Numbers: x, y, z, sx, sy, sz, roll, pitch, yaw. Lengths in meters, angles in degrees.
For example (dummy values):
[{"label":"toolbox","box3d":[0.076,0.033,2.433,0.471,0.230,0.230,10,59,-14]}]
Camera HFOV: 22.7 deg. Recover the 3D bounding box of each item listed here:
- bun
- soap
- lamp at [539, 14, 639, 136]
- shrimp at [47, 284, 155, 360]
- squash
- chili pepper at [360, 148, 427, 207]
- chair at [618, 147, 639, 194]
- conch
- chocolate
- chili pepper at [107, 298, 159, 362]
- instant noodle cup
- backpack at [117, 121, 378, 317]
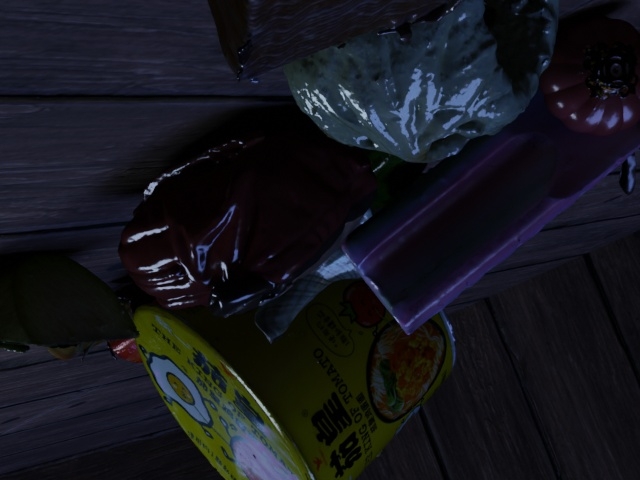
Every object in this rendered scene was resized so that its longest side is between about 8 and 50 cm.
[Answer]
[{"label":"bun","box3d":[0.081,-0.123,1.107,0.212,0.126,0.204,-18,173,-24]},{"label":"soap","box3d":[0.175,-0.051,1.513,0.324,0.109,0.193,-40,175,0]},{"label":"lamp","box3d":[0.246,-0.145,1.412,0.107,0.107,0.092,-20,-175,-8]},{"label":"shrimp","box3d":[-0.258,0.090,1.832,0.150,0.068,0.249,-34,176,2]},{"label":"squash","box3d":[-0.292,0.051,1.527,0.184,0.085,0.192,7,-178,26]},{"label":"chili pepper","box3d":[0.078,-0.088,1.467,0.100,0.074,0.257,-35,177,-18]},{"label":"chair","box3d":[0.390,-0.162,1.600,0.160,0.319,0.186,-18,-145,-9]},{"label":"conch","box3d":[0.002,-0.013,1.671,0.234,0.137,0.114,-25,149,-35]},{"label":"chocolate","box3d":[0.012,-0.160,0.817,0.148,0.093,0.214,-21,172,-11]},{"label":"chili pepper","box3d":[-0.185,0.095,2.031,0.169,0.065,0.088,-29,170,25]},{"label":"instant noodle cup","box3d":[-0.019,0.132,1.817,0.254,0.325,0.325,-39,179,-23]},{"label":"backpack","box3d":[-0.072,-0.020,1.371,0.229,0.139,0.229,-28,-170,5]}]
